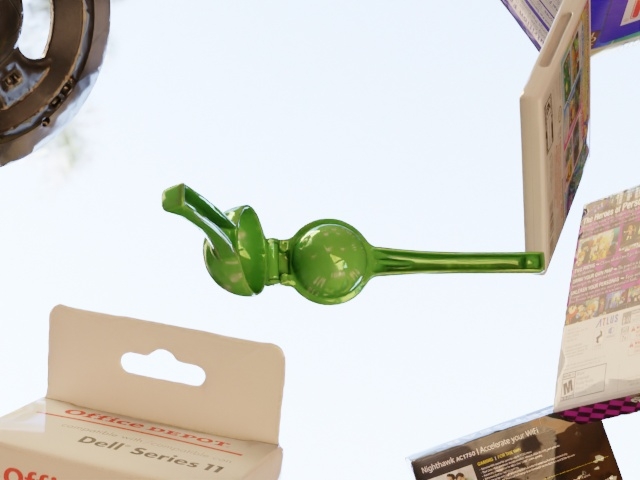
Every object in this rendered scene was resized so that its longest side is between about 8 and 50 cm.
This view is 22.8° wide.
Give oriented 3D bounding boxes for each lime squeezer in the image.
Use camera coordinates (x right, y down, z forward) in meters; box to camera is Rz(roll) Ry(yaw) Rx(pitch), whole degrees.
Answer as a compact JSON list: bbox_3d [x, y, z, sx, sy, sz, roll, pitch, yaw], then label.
[{"bbox_3d":[0.000,0.000,0.976,0.110,0.310,0.058,-35,-122,38],"label":"lime squeezer"}]

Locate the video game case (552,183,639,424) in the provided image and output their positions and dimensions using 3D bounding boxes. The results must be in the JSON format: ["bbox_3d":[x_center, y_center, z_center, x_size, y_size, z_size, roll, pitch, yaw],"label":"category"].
[{"bbox_3d":[0.300,0.037,1.341,0.232,0.042,0.210,-24,-132,51],"label":"video game case"}]

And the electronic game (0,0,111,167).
[{"bbox_3d":[-0.255,-0.160,1.119,0.048,0.229,0.229,20,-53,56],"label":"electronic game"}]

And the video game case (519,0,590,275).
[{"bbox_3d":[0.169,-0.079,1.130,0.019,0.143,0.157,9,-47,19],"label":"video game case"}]

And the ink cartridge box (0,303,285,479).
[{"bbox_3d":[-0.147,0.240,1.146,0.207,0.119,0.353,9,-78,18],"label":"ink cartridge box"}]

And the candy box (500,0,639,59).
[{"bbox_3d":[0.303,-0.301,1.264,0.317,0.268,0.122,102,-35,-59],"label":"candy box"}]

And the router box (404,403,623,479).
[{"bbox_3d":[0.182,0.230,1.428,0.046,0.179,0.133,159,-88,-86],"label":"router box"}]
